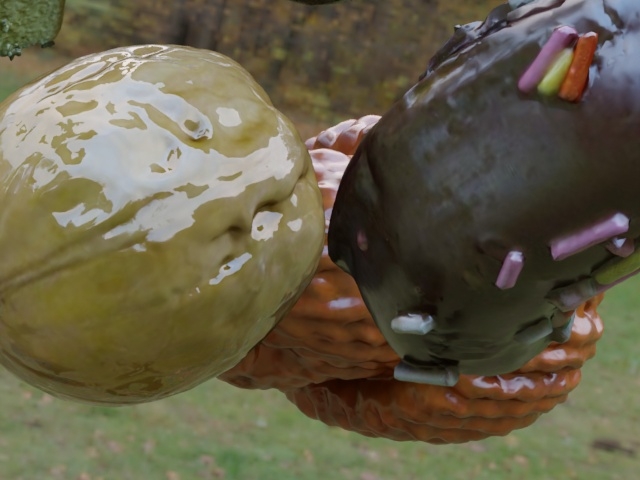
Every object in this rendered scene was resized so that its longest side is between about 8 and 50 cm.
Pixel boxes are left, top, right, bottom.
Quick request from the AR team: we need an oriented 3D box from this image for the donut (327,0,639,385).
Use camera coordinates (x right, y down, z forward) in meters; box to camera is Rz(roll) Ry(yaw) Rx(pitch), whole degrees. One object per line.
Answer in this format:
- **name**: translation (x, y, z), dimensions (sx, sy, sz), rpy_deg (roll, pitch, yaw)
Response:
- **donut**: translation (0.194, -0.037, 0.715), dimensions (0.345, 0.136, 0.259), rpy_deg (-5, -25, -25)

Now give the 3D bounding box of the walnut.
- **walnut**: translation (-0.102, -0.010, 0.823), dimensions (0.195, 0.195, 0.221), rpy_deg (19, 39, 39)

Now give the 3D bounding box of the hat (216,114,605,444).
- **hat**: translation (0.000, 0.000, 1.059), dimensions (0.400, 0.285, 0.285), rpy_deg (18, 2, -40)

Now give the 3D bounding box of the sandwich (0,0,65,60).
- **sandwich**: translation (-0.366, -0.310, 1.566), dimensions (0.122, 0.128, 0.236), rpy_deg (-13, 57, -24)

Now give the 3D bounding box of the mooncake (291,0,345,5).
- **mooncake**: translation (0.025, -0.287, 0.867), dimensions (0.290, 0.290, 0.161), rpy_deg (18, 17, 35)
